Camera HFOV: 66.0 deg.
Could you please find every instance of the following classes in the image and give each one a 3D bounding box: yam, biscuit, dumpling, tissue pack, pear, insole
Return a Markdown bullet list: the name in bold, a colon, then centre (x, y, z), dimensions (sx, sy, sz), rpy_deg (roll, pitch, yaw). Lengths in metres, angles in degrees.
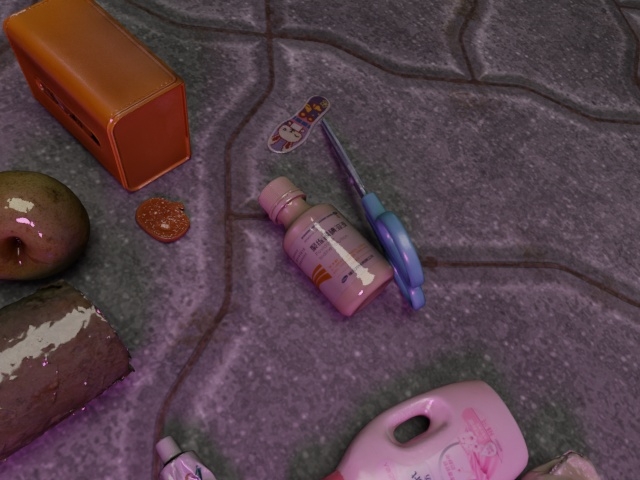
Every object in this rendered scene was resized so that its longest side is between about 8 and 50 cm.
- **yam**: centre (-0.396, 0.181, 0.585), dimensions (0.304, 0.168, 0.168), rpy_deg (-32, 71, -28)
- **biscuit**: centre (-0.262, -0.038, 0.829), dimensions (0.091, 0.015, 0.078), rpy_deg (39, 58, 11)
- **dumpling**: centre (0.313, 0.385, 0.661), dimensions (0.199, 0.118, 0.136), rpy_deg (-42, 85, -1)
- **tissue pack**: centre (-0.363, -0.248, 0.825), dimensions (0.274, 0.194, 0.145), rpy_deg (41, 60, 13)
- **pear**: centre (-0.423, -0.021, 0.703), dimensions (0.167, 0.167, 0.136), rpy_deg (-7, 46, -17)
- **insole**: centre (-0.040, -0.239, 1.005), dimensions (0.065, 0.004, 0.197), rpy_deg (34, 59, 8)

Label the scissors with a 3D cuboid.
- **scissors**: centre (0.077, -0.083, 0.874), dimensions (0.029, 0.192, 0.447), rpy_deg (-24, 53, 0)

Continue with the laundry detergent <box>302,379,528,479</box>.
- **laundry detergent**: centre (0.115, 0.308, 0.670), dimensions (0.335, 0.088, 0.159), rpy_deg (-15, 60, -20)

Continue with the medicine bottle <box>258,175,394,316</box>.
- **medicine bottle**: centre (0.000, 0.000, 0.809), dimensions (0.114, 0.114, 0.252), rpy_deg (-34, 72, -27)

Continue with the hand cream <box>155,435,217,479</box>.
- **hand cream**: centre (-0.135, 0.360, 0.609), dimensions (0.084, 0.050, 0.257), rpy_deg (-24, 71, -27)
